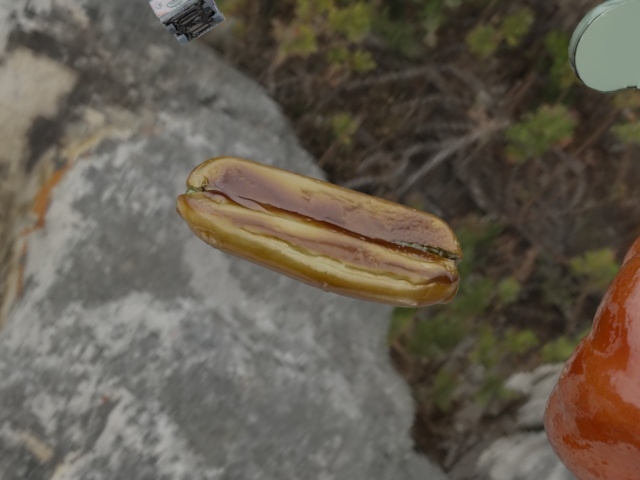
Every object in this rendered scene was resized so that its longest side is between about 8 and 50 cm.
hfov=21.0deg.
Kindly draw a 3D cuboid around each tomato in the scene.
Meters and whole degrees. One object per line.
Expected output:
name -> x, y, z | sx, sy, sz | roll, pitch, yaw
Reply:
tomato -> 0.295, 0.103, 1.386 | 0.180, 0.260, 0.260 | 25, 56, 11

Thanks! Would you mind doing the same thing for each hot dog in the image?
hot dog -> 0.000, 0.000, 1.453 | 0.249, 0.068, 0.100 | 17, 43, -3

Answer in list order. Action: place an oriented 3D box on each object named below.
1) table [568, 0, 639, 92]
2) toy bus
table -> 0.225, -0.130, 0.819 | 0.166, 0.198, 0.166 | 30, 24, -14
toy bus -> -0.127, -0.220, 1.585 | 0.052, 0.102, 0.058 | -32, 82, 5
